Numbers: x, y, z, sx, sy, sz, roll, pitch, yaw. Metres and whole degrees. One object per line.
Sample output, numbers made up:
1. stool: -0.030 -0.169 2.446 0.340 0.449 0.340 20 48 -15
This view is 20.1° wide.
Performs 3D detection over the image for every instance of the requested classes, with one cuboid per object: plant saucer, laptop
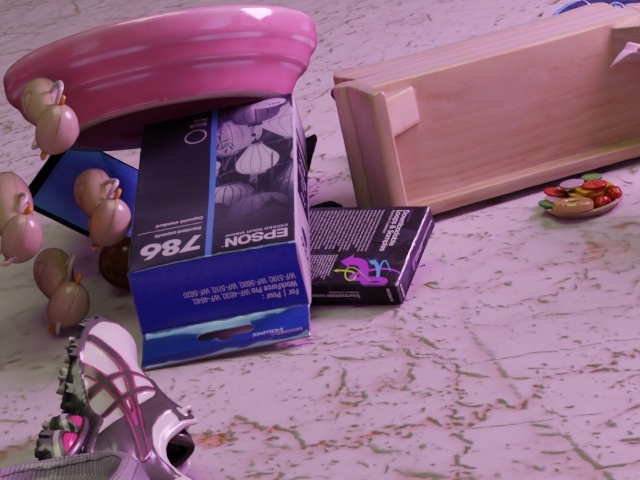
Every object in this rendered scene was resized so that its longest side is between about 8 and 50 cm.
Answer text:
1. plant saucer: -0.161 -0.161 1.899 0.332 0.084 0.332 -12 -5 -1
2. laptop: -0.156 -0.077 1.957 0.264 0.136 0.234 -24 17 13

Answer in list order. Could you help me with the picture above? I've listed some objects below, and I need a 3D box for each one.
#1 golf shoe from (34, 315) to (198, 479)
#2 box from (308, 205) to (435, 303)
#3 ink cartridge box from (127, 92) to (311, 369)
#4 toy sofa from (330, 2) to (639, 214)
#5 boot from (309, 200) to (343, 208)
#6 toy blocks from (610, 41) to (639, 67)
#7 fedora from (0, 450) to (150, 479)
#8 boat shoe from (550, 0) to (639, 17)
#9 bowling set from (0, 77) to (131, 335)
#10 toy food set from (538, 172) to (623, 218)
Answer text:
1. golf shoe: -0.155 0.150 1.426 0.120 0.105 0.273 5 25 -3
2. box: 0.018 0.014 1.724 0.162 0.029 0.116 -1 40 26
3. ink cartridge box: -0.095 -0.018 1.735 0.165 0.065 0.332 -12 37 6
4. toy sofa: 0.201 -0.136 1.913 0.363 0.150 0.177 -16 15 -13
5. boot: 0.000 0.001 1.809 0.121 0.045 0.099 -22 28 -23
6. toy blocks: 0.450 -0.245 1.723 0.288 0.309 0.260 -44 36 -15
7. fedora: -0.177 0.221 1.162 0.244 0.124 0.275 -5 20 19
8. boat shoe: 0.367 -0.264 2.245 0.089 0.109 0.258 12 32 42
9. bowling set: -0.239 -0.001 1.759 0.200 0.287 0.154 17 16 -24
10. toy food set: 0.260 -0.043 1.810 0.083 0.020 0.082 -18 20 -16
